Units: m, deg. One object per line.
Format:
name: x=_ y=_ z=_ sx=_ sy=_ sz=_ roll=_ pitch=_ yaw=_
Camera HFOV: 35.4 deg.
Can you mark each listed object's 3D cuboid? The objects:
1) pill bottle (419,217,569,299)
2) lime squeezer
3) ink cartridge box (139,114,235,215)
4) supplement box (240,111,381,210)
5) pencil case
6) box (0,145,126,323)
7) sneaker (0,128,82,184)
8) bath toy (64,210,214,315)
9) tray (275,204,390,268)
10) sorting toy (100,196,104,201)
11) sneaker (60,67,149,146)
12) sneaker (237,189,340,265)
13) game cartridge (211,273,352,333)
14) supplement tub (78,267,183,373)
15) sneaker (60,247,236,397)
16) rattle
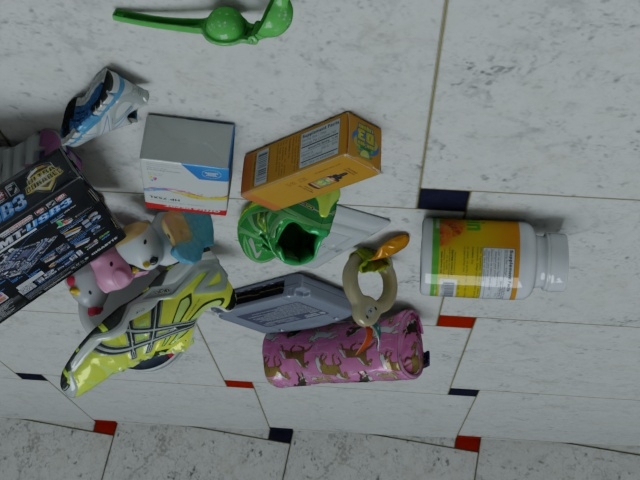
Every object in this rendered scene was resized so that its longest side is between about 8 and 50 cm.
pill bottle: x=0.296 y=0.033 z=1.726 sx=0.246 sy=0.136 sz=0.136 roll=3 pitch=158 yaw=4
lime squeezer: x=-0.105 y=-0.269 z=1.168 sx=0.310 sy=0.058 sz=0.110 roll=-11 pitch=153 yaw=36
ink cartridge box: x=-0.206 y=-0.104 z=1.566 sx=0.134 sy=0.078 sz=0.231 roll=6 pitch=158 yaw=-4
supplement box: x=-0.016 y=-0.115 z=1.505 sx=0.233 sy=0.080 sz=0.078 roll=-15 pitch=152 yaw=43
pencil case: x=0.050 y=0.250 z=2.281 sx=0.386 sy=0.160 sz=0.167 roll=-9 pitch=164 yaw=30
box: x=-0.472 y=0.008 z=1.564 sx=0.295 sy=0.073 sz=0.293 roll=-35 pitch=163 yaw=-7
sneaker: x=-0.480 y=-0.108 z=1.602 sx=0.236 sy=0.095 sz=0.104 roll=-7 pitch=163 yaw=24
bath toy: x=-0.348 y=0.040 z=1.819 sx=0.348 sy=0.129 sz=0.151 roll=-24 pitch=152 yaw=37
tray: x=0.000 y=0.000 z=1.848 sx=0.145 sy=0.030 sz=0.270 roll=14 pitch=156 yaw=-25
sorting toy: x=-0.546 y=-0.041 z=1.838 sx=0.307 sy=0.041 sz=0.229 roll=6 pitch=158 yaw=-4
sneaker: x=-0.307 y=-0.175 z=1.427 sx=0.083 sy=0.071 sz=0.191 roll=13 pitch=157 yaw=-35
sneaker: x=-0.067 y=-0.012 z=1.704 sx=0.109 sy=0.123 sz=0.295 roll=15 pitch=156 yaw=-22
game cartridge: x=-0.073 y=0.144 z=2.191 sx=0.294 sy=0.060 sz=0.196 roll=-16 pitch=147 yaw=42
supplement tub: x=-0.388 y=0.168 z=2.124 sx=0.191 sy=0.191 sz=0.272 roll=2 pitch=158 yaw=6
sneaker: x=-0.326 y=0.176 z=1.905 sx=0.147 sy=0.385 sz=0.145 roll=50 pitch=175 yaw=-3
rattle: x=0.121 y=0.105 z=1.855 sx=0.143 sy=0.199 sz=0.130 roll=-11 pitch=153 yaw=34
